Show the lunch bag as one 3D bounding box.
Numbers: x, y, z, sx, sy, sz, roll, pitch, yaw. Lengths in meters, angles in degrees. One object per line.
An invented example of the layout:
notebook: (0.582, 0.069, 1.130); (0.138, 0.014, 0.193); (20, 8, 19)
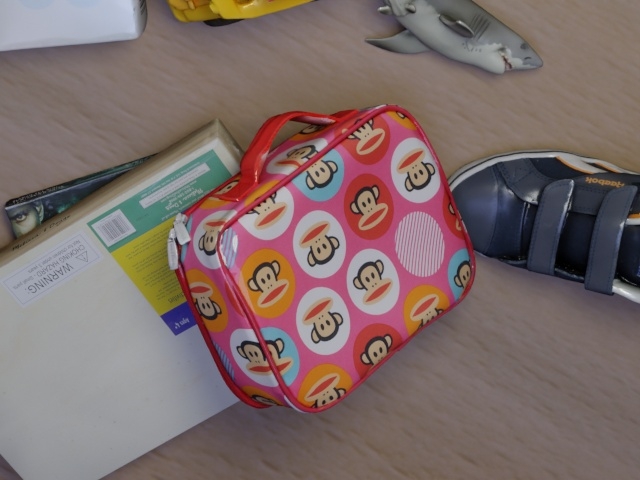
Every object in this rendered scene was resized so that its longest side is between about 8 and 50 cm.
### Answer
lunch bag: (0.000, 0.000, 1.908); (0.293, 0.120, 0.258); (-35, 110, -33)

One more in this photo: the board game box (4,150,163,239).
board game box: (-0.217, -0.011, 2.033); (0.186, 0.026, 0.126); (-18, 111, 7)

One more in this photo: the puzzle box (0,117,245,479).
puzzle box: (-0.196, 0.083, 2.034); (0.409, 0.052, 0.272); (-30, 115, 14)

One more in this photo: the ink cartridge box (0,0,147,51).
ink cartridge box: (-0.373, -0.332, 1.871); (0.385, 0.091, 0.308); (-5, 112, 1)

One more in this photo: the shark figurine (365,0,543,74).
shark figurine: (0.104, -0.257, 1.880); (0.166, 0.278, 0.116); (9, 73, 27)

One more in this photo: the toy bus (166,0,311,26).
toy bus: (-0.059, -0.268, 1.832); (0.220, 0.211, 0.149); (-16, 113, 8)

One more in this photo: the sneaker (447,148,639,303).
sneaker: (0.280, -0.014, 1.980); (0.321, 0.127, 0.126); (4, 113, 0)
